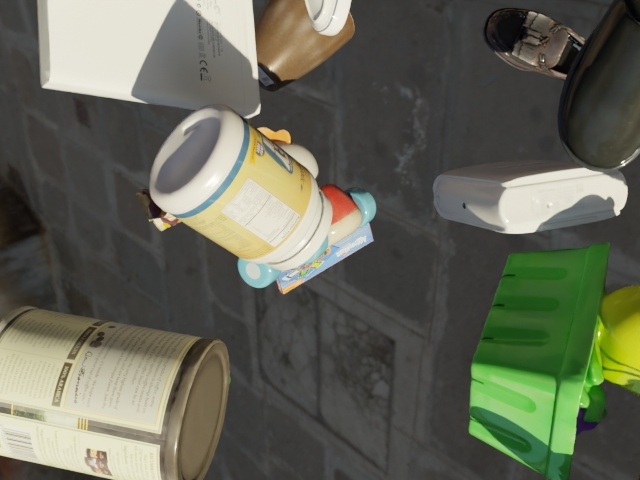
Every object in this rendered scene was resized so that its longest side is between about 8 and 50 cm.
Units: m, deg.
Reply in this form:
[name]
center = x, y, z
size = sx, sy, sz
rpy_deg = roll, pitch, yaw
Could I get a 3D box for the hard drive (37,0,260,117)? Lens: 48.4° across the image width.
[hard drive]
center = -0.256, -0.327, 1.109
size = 0.047, 0.353, 0.233
rpy_deg = -12, 80, 48

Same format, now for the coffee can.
[coffee can]
center = -0.281, 0.206, 0.939
size = 0.275, 0.201, 0.201
rpy_deg = 9, 124, 9

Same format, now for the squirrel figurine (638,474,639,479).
[squirrel figurine]
center = 0.587, 0.396, 0.910
size = 0.370, 0.397, 0.281
rpy_deg = -30, 95, 43

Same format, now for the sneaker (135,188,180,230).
[sneaker]
center = -0.324, -0.077, 1.486
size = 0.069, 0.084, 0.185
rpy_deg = 63, 175, 8

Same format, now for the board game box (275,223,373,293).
[board game box]
center = 0.000, 0.000, 1.715
size = 0.027, 0.281, 0.145
rpy_deg = 23, 136, 53

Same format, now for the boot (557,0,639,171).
[boot]
center = 0.361, -0.255, 0.781
size = 0.146, 0.445, 0.367
rpy_deg = 25, 103, 18

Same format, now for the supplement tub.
[supplement tub]
center = -0.094, -0.059, 0.884
size = 0.144, 0.144, 0.200
rpy_deg = 8, 159, 47

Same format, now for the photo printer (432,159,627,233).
[photo printer]
center = 0.374, -0.091, 1.348
size = 0.307, 0.256, 0.107
rpy_deg = -153, 56, -72

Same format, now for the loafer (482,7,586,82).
[loafer]
center = 0.442, -0.343, 1.294
size = 0.109, 0.302, 0.095
rpy_deg = -67, 17, 6

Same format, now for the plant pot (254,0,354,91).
[plant pot]
center = -0.074, -0.466, 1.661
size = 0.215, 0.230, 0.215
rpy_deg = 34, 165, 10

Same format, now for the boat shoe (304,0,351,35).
[boat shoe]
center = -0.018, -0.430, 1.041
size = 0.095, 0.084, 0.258
rpy_deg = -12, 85, 53

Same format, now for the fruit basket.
[fruit basket]
center = 0.446, 0.180, 1.123
size = 0.392, 0.392, 0.283
rpy_deg = 27, 138, 37

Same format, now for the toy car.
[toy car]
center = -0.061, -0.080, 1.230
size = 0.210, 0.219, 0.238
rpy_deg = -29, 93, 37
